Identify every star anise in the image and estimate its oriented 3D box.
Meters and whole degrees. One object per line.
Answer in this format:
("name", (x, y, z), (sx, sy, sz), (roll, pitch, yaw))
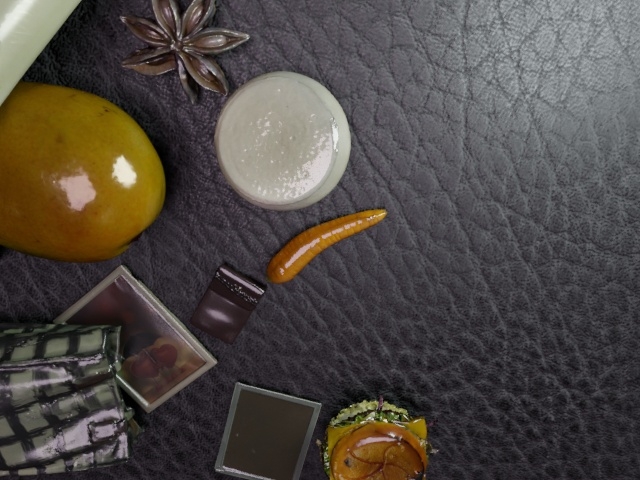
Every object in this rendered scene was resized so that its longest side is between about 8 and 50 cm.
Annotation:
("star anise", (-0.229, -0.347, 0.842), (0.212, 0.073, 0.196), (28, 110, -10))

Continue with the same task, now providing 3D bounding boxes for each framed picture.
("framed picture", (-0.122, 0.446, 1.123), (0.197, 0.014, 0.252), (15, 108, -3))
("framed picture", (-0.393, 0.215, 1.058), (0.211, 0.020, 0.289), (-37, 102, 12))

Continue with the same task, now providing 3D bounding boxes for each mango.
("mango", (-0.485, -0.126, 0.847), (0.446, 0.232, 0.299), (20, 110, 3))

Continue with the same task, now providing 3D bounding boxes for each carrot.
("carrot", (0.000, 0.000, 0.956), (0.271, 0.062, 0.066), (-36, 70, 8))

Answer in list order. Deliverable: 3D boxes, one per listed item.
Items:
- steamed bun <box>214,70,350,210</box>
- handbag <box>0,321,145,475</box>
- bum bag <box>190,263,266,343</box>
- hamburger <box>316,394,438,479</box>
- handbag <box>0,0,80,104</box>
("steamed bun", (-0.060, -0.167, 0.856), (0.232, 0.145, 0.231), (1, 97, 11))
("handbag", (-0.561, 0.327, 1.023), (0.327, 0.162, 0.325), (-3, 114, 0))
("bum bag", (-0.193, 0.135, 1.020), (0.109, 0.026, 0.159), (29, 107, -8))
("hamburger", (0.121, 0.441, 1.047), (0.262, 0.138, 0.243), (2, 110, 2))
("handbag", (-0.505, -0.356, 0.724), (0.237, 0.160, 0.358), (26, 76, 7))
